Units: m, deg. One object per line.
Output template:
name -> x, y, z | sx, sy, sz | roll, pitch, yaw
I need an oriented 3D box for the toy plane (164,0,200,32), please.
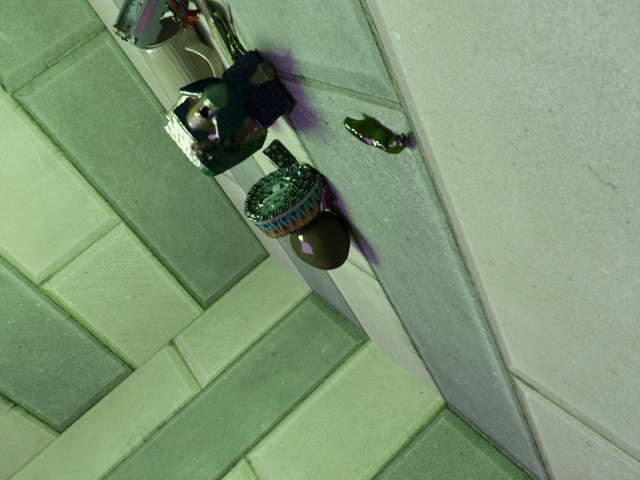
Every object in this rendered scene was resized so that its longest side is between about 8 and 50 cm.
toy plane -> -0.443, -0.709, 1.644 | 0.061, 0.130, 0.189 | -22, 146, 37

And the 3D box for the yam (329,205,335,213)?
yam -> 0.030, -0.136, 1.997 | 0.014, 0.014, 0.107 | 37, 162, 46

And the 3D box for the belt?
belt -> -0.113, -0.138, 1.936 | 0.160, 0.295, 0.207 | 52, -173, -50

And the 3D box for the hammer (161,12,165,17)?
hammer -> -0.596, -0.870, 1.841 | 0.029, 0.103, 0.246 | 26, 141, 61

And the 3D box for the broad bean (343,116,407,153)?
broad bean -> 0.129, -0.238, 1.246 | 0.195, 0.046, 0.061 | 30, 146, 45

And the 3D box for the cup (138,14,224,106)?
cup -> -0.464, -0.590, 1.877 | 0.288, 0.208, 0.273 | 51, 171, 41

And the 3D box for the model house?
model house -> -0.243, -0.378, 1.572 | 0.280, 0.312, 0.245 | -32, 97, 40

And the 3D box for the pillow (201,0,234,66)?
pillow -> -0.300, -0.609, 1.638 | 0.131, 0.038, 0.233 | 58, 175, 35

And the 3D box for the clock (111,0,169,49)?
clock -> -0.564, -0.748, 1.756 | 0.083, 0.253, 0.186 | 15, -162, -48

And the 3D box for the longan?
longan -> 0.000, 0.000, 2.045 | 0.246, 0.215, 0.246 | 59, -171, -16

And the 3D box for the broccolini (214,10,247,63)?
broccolini -> -0.262, -0.585, 1.566 | 0.194, 0.054, 0.052 | 58, -165, -56

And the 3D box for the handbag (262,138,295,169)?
handbag -> -0.152, -0.294, 2.028 | 0.115, 0.072, 0.139 | 44, 171, 7
